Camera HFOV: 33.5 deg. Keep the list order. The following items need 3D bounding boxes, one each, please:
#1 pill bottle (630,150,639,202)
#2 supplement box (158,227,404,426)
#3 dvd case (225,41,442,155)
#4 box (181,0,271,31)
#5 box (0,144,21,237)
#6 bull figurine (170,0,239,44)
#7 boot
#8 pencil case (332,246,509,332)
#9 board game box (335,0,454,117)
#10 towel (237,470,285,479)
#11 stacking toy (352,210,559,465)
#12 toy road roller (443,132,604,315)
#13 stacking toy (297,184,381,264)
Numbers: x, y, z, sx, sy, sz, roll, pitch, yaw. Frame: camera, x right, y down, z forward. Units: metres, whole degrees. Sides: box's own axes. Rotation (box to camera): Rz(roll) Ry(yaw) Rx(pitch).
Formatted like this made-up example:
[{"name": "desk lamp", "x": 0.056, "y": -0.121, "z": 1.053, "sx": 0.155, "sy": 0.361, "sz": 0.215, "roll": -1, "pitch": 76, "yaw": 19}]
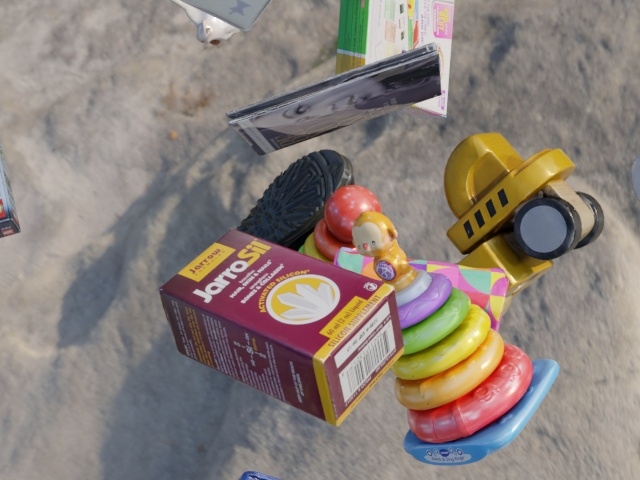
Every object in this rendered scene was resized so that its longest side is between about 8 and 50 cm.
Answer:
[{"name": "pill bottle", "x": 0.367, "y": -0.101, "z": 0.974, "sx": 0.108, "sy": 0.108, "sz": 0.180, "roll": 21, "pitch": 53, "yaw": 26}, {"name": "supplement box", "x": -0.035, "y": 0.070, "z": 0.928, "sx": 0.188, "sy": 0.080, "sz": 0.104, "roll": 19, "pitch": 47, "yaw": 34}, {"name": "dvd case", "x": 0.021, "y": -0.145, "z": 1.130, "sx": 0.221, "sy": 0.164, "sz": 0.018, "roll": -17, "pitch": 82, "yaw": 5}, {"name": "box", "x": -0.084, "y": -0.361, "z": 1.000, "sx": 0.121, "sy": 0.148, "sz": 0.311, "roll": -43, "pitch": 32, "yaw": 44}, {"name": "box", "x": -0.447, "y": -0.035, "z": 1.179, "sx": 0.207, "sy": 0.036, "sz": 0.114, "roll": -17, "pitch": 65, "yaw": -7}, {"name": "bull figurine", "x": -0.191, "y": -0.422, "z": 1.498, "sx": 0.101, "sy": 0.188, "sz": 0.310, "roll": -24, "pitch": 58, "yaw": 59}, {"name": "boot", "x": -0.002, "y": -0.002, "z": 1.916, "sx": 0.348, "sy": 0.260, "sz": 0.131, "roll": -43, "pitch": 48, "yaw": 26}, {"name": "pencil case", "x": 0.127, "y": 0.070, "z": 1.376, "sx": 0.236, "sy": 0.104, "sz": 0.104, "roll": 9, "pitch": 70, "yaw": 2}, {"name": "board game box", "x": 0.145, "y": -0.370, "z": 1.986, "sx": 0.064, "sy": 0.316, "sz": 0.242, "roll": 3, "pitch": 88, "yaw": 34}, {"name": "towel", "x": -0.061, "y": 0.489, "z": 1.762, "sx": 0.243, "sy": 0.336, "sz": 0.040, "roll": 20, "pitch": 50, "yaw": -9}, {"name": "stacking toy", "x": 0.123, "y": 0.095, "z": 1.225, "sx": 0.175, "sy": 0.301, "sz": 0.166, "roll": -15, "pitch": 21, "yaw": 48}, {"name": "toy road roller", "x": 0.270, "y": -0.024, "z": 1.702, "sx": 0.329, "sy": 0.202, "sz": 0.240, "roll": -44, "pitch": 75, "yaw": 25}, {"name": "stacking toy", "x": 0.016, "y": 0.041, "z": 1.712, "sx": 0.141, "sy": 0.330, "sz": 0.141, "roll": 12, "pitch": 48, "yaw": -14}]
